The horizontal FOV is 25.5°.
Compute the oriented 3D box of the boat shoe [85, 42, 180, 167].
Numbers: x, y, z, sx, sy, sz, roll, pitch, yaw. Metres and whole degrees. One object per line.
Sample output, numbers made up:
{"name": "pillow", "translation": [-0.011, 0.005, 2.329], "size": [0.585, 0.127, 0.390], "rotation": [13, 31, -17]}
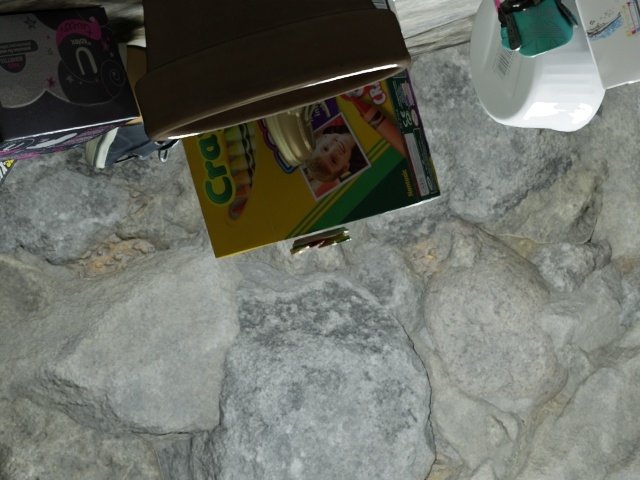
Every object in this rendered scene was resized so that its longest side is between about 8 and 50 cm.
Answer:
{"name": "boat shoe", "translation": [-0.284, -0.207, 2.210], "size": [0.155, 0.187, 0.500], "rotation": [5, 178, -12]}

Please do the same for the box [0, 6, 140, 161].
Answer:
{"name": "box", "translation": [-0.375, -0.197, 1.796], "size": [0.142, 0.163, 0.247], "rotation": [-19, 179, 36]}

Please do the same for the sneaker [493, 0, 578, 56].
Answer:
{"name": "sneaker", "translation": [0.320, -0.375, 2.151], "size": [0.123, 0.178, 0.295], "rotation": [-21, 170, 2]}

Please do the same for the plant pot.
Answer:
{"name": "plant pot", "translation": [-0.067, -0.236, 1.329], "size": [0.263, 0.229, 0.263], "rotation": [-15, -179, 0]}

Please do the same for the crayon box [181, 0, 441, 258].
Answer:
{"name": "crayon box", "translation": [-0.039, -0.189, 1.907], "size": [0.313, 0.363, 0.106], "rotation": [-15, -179, 24]}

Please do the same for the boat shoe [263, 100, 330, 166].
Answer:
{"name": "boat shoe", "translation": [-0.040, -0.228, 1.766], "size": [0.089, 0.285, 0.105], "rotation": [-11, -153, 7]}

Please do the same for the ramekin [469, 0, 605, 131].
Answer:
{"name": "ramekin", "translation": [0.372, -0.326, 2.461], "size": [0.135, 0.277, 0.277], "rotation": [-4, 177, -22]}

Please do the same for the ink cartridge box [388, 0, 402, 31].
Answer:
{"name": "ink cartridge box", "translation": [-0.043, -0.323, 2.161], "size": [0.272, 0.114, 0.197], "rotation": [-18, -178, -31]}

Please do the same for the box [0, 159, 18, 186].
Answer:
{"name": "box", "translation": [-0.615, -0.128, 2.248], "size": [0.322, 0.079, 0.257], "rotation": [-15, -146, 23]}

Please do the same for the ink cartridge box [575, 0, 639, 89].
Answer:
{"name": "ink cartridge box", "translation": [0.481, -0.386, 2.191], "size": [0.168, 0.233, 0.171], "rotation": [-16, -155, 14]}

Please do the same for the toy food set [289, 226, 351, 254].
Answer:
{"name": "toy food set", "translation": [0.000, 0.000, 1.909], "size": [0.083, 0.020, 0.082], "rotation": [-15, 180, -14]}
